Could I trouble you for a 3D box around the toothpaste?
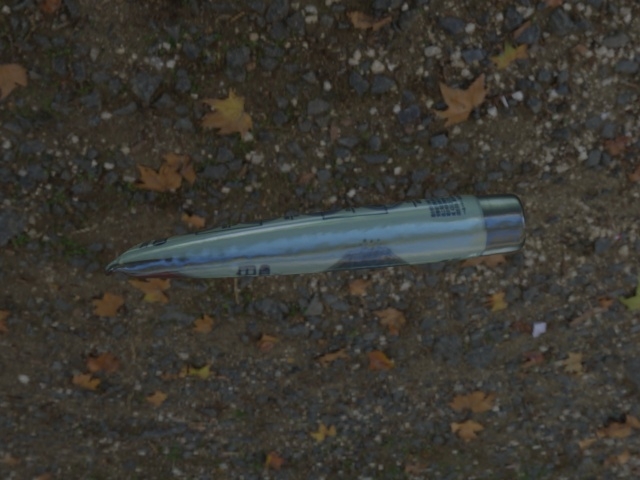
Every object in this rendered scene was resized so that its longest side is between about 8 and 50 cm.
[{"bbox_3d":[0.000,0.000,0.393,0.239,0.062,0.039,-5,99,-6],"label":"toothpaste"}]
